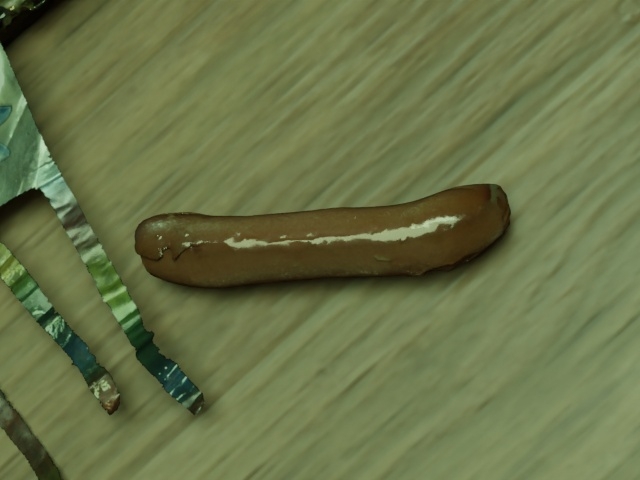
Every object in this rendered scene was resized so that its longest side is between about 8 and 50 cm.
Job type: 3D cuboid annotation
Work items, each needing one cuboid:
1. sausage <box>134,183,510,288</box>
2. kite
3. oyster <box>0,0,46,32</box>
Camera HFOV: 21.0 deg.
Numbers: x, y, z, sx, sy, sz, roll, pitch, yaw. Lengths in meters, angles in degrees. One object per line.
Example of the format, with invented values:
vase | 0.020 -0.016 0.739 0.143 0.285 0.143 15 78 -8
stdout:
sausage | 0.000 0.000 0.841 0.186 0.043 0.043 -5 74 13
kite | -0.188 -0.003 0.891 0.169 0.015 0.310 -38 72 17
oyster | -0.164 -0.165 0.917 0.103 0.051 0.148 40 92 24
